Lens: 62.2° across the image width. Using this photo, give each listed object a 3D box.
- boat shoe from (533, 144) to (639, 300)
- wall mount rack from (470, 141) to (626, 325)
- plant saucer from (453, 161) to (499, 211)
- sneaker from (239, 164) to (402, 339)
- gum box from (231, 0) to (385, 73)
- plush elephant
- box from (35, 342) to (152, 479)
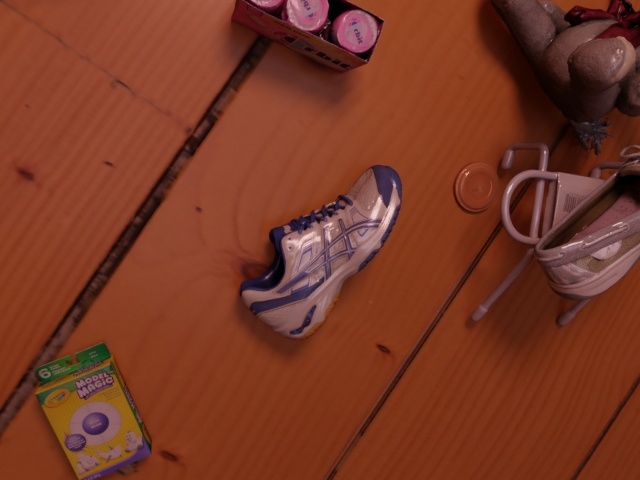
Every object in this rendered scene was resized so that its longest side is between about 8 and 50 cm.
[{"bbox_3d":[0.437,-0.055,0.751,0.320,0.118,0.103,-42,118,0],"label":"boat shoe"},{"bbox_3d":[0.396,0.005,0.881,0.350,0.130,0.303,6,94,-22],"label":"wall mount rack"},{"bbox_3d":[0.261,-0.089,0.882,0.084,0.013,0.083,-3,101,-16],"label":"plant saucer"},{"bbox_3d":[0.000,0.000,0.767,0.131,0.112,0.296,35,88,-19],"label":"sneaker"},{"bbox_3d":[-0.025,-0.296,0.706,0.189,0.107,0.062,19,94,-19],"label":"gum box"},{"bbox_3d":[0.460,-0.295,0.772,0.255,0.271,0.330,-37,135,16],"label":"plush elephant"},{"bbox_3d":[-0.320,0.242,0.750,0.105,0.043,0.179,-22,104,-13],"label":"box"}]
